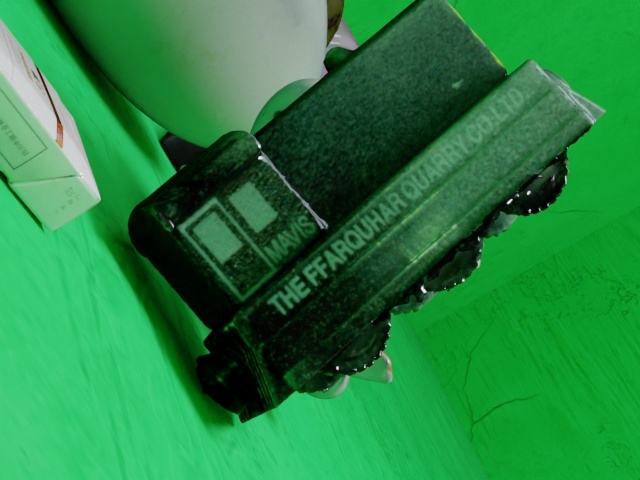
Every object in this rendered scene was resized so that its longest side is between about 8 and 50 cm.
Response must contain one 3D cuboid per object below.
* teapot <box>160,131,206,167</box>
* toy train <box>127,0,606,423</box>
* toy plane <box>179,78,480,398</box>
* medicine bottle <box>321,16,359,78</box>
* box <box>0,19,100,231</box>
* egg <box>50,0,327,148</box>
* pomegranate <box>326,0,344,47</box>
[{"bbox_3d":[-0.086,-0.087,1.674,0.087,0.096,0.177,59,3,-6],"label":"teapot"},{"bbox_3d":[0.026,-0.030,1.165,0.178,0.330,0.138,48,-18,0],"label":"toy train"},{"bbox_3d":[0.000,0.000,1.325,0.245,0.244,0.117,60,27,5],"label":"toy plane"},{"bbox_3d":[-0.055,-0.235,2.332,0.325,0.212,0.212,61,4,26],"label":"medicine bottle"},{"bbox_3d":[-0.174,-0.085,0.926,0.154,0.040,0.084,58,2,-42],"label":"box"},{"bbox_3d":[-0.118,-0.241,1.448,0.230,0.230,0.371,-112,177,-66],"label":"egg"},{"bbox_3d":[-0.115,-0.258,2.006,0.242,0.242,0.306,61,-37,12],"label":"pomegranate"}]
